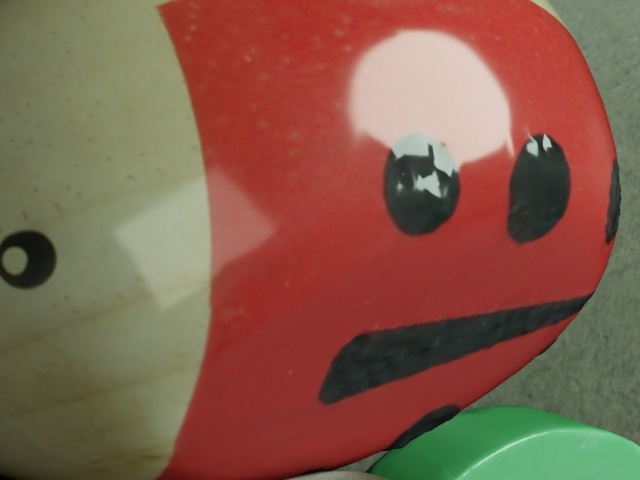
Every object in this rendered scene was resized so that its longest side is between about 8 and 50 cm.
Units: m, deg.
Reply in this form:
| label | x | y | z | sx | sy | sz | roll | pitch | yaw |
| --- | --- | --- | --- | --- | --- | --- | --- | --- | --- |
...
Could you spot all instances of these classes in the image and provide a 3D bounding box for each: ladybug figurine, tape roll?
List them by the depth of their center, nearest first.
| label | x | y | z | sx | sy | sz | roll | pitch | yaw |
| --- | --- | --- | --- | --- | --- | --- | --- | --- | --- |
| ladybug figurine | 0.000 | 0.000 | 0.556 | 0.449 | 0.162 | 0.305 | -13 | 136 | -39 |
| tape roll | 0.130 | 0.277 | 0.778 | 0.321 | 0.077 | 0.321 | -4 | 97 | -30 |

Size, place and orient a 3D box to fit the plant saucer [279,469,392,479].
| label | x | y | z | sx | sy | sz | roll | pitch | yaw |
| --- | --- | --- | --- | --- | --- | --- | --- | --- | --- |
| plant saucer | -0.077 | 0.188 | 0.553 | 0.311 | 0.310 | 0.050 | -16 | 66 | -29 |

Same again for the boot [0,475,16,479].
| label | x | y | z | sx | sy | sz | roll | pitch | yaw |
| --- | --- | --- | --- | --- | --- | --- | --- | --- | --- |
| boot | -0.143 | 0.163 | 0.580 | 0.305 | 0.115 | 0.112 | -7 | 96 | -32 |
